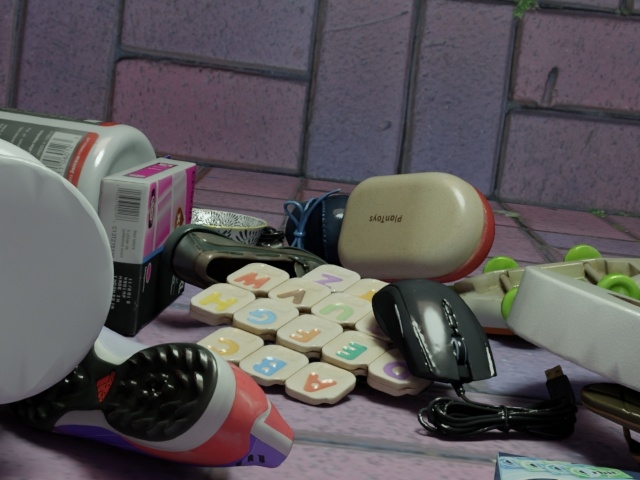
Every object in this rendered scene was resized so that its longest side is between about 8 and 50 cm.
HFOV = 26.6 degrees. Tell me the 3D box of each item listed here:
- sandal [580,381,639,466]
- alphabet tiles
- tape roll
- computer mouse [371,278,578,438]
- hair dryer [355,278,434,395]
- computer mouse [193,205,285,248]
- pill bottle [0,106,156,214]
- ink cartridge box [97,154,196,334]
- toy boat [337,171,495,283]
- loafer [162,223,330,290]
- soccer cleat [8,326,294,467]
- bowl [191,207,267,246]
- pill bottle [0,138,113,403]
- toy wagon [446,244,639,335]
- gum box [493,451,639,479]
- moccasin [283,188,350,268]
[{"bbox_3d":[0.328,0.193,1.226,0.219,0.060,0.090,27,16,24],"label":"sandal"},{"bbox_3d":[0.006,0.091,1.470,0.284,0.021,0.278,19,28,27],"label":"alphabet tiles"},{"bbox_3d":[0.382,0.122,1.390,0.392,0.072,0.392,19,4,-1],"label":"tape roll"},{"bbox_3d":[0.164,0.106,1.386,0.184,0.060,0.262,6,28,-17],"label":"computer mouse"},{"bbox_3d":[0.028,0.094,1.548,0.293,0.080,0.223,11,10,27],"label":"hair dryer"},{"bbox_3d":[-0.207,-0.019,2.186,0.272,0.072,0.188,16,-1,-41],"label":"computer mouse"},{"bbox_3d":[-0.430,-0.081,1.911,0.363,0.210,0.210,10,9,20],"label":"pill bottle"},{"bbox_3d":[-0.210,-0.006,1.693,0.069,0.175,0.371,7,8,2],"label":"ink cartridge box"},{"bbox_3d":[0.145,-0.005,1.855,0.231,0.151,0.151,0,-18,46],"label":"toy boat"},{"bbox_3d":[-0.067,0.052,1.655,0.267,0.096,0.084,16,7,-38],"label":"loafer"},{"bbox_3d":[-0.156,0.135,1.140,0.318,0.108,0.116,3,-28,49],"label":"soccer cleat"},{"bbox_3d":[-0.166,0.004,1.993,0.170,0.080,0.170,7,9,-1],"label":"bowl"},{"bbox_3d":[-0.334,0.015,1.167,0.224,0.224,0.392,2,3,-30],"label":"pill bottle"},{"bbox_3d":[0.277,0.071,1.820,0.344,0.068,0.267,-8,8,2],"label":"toy wagon"},{"bbox_3d":[0.211,0.214,1.019,0.157,0.041,0.184,7,9,4],"label":"gum box"},{"bbox_3d":[0.000,0.000,2.086,0.117,0.137,0.342,2,-6,-1],"label":"moccasin"}]
